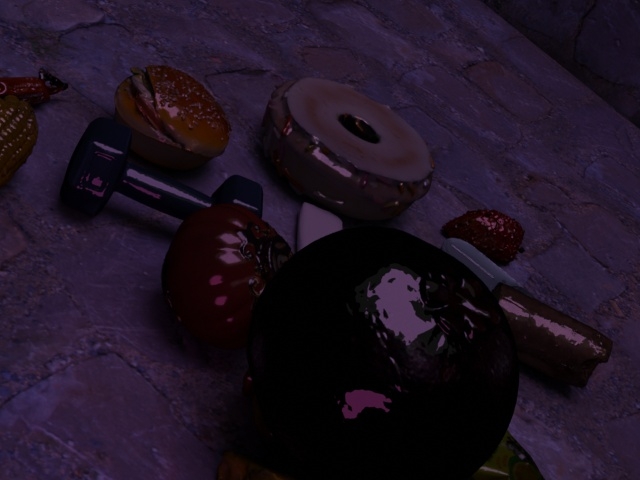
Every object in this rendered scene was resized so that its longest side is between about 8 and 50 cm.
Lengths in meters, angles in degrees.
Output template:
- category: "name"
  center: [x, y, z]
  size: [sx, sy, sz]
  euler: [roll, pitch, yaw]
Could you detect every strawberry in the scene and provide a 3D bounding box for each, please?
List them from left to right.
- category: "strawberry"
  center: [0.361, -0.024, 2.459]
  size: [0.192, 0.085, 0.140]
  euler: [29, 33, -3]

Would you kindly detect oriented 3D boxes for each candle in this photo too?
- category: "candle"
  center: [-0.547, -0.248, 1.973]
  size: [0.302, 0.059, 0.084]
  euler: [-17, 68, -50]

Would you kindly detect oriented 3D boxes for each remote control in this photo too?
- category: "remote control"
  center: [0.339, 0.086, 2.308]
  size: [0.247, 0.052, 0.104]
  euler: [40, 32, 12]

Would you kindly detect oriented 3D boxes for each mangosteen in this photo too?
- category: "mangosteen"
  center: [0.059, 0.187, 1.590]
  size: [0.382, 0.435, 0.382]
  euler: [23, 47, -27]

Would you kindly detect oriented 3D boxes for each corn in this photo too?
- category: "corn"
  center: [-0.530, -0.121, 1.738]
  size: [0.130, 0.130, 0.347]
  euler: [30, 34, -4]

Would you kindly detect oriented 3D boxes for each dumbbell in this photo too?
- category: "dumbbell"
  center: [-0.259, -0.076, 1.904]
  size: [0.325, 0.144, 0.160]
  euler: [24, 33, -16]

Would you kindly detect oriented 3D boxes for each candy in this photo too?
- category: "candy"
  center: [0.309, 0.391, 1.818]
  size: [0.246, 0.069, 0.149]
  euler: [55, 37, -4]

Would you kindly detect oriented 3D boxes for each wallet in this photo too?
- category: "wallet"
  center: [0.000, 0.000, 2.141]
  size: [0.095, 0.033, 0.190]
  euler: [25, 31, -15]

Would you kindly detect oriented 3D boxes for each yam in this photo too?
- category: "yam"
  center: [0.419, 0.181, 2.175]
  size: [0.238, 0.128, 0.129]
  euler: [25, 65, -3]

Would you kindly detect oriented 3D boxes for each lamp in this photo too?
- category: "lamp"
  center: [-0.134, 0.053, 1.762]
  size: [0.227, 0.227, 0.227]
  euler: [23, 32, -15]

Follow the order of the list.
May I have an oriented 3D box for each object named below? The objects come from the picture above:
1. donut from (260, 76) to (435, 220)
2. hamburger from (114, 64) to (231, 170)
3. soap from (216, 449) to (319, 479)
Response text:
- category: "donut"
  center: [0.049, -0.179, 2.335]
  size: [0.382, 0.142, 0.382]
  euler: [23, 31, -15]
- category: "hamburger"
  center: [-0.268, -0.226, 2.109]
  size: [0.237, 0.147, 0.237]
  euler: [26, 32, -17]
- category: "soap"
  center: [0.007, 0.324, 1.413]
  size: [0.169, 0.304, 0.338]
  euler: [19, 33, -29]
